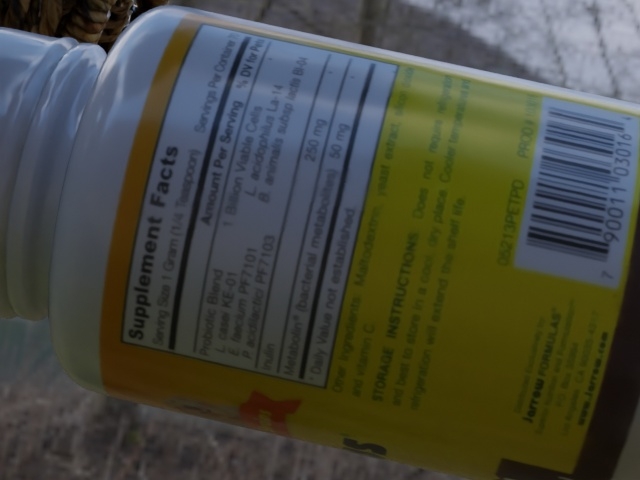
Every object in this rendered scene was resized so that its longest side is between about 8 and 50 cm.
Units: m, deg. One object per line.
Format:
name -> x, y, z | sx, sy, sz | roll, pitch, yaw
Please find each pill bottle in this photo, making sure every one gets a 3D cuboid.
pill bottle -> 0.000, 0.000, 0.446 | 0.215, 0.117, 0.117 | 13, -2, 4

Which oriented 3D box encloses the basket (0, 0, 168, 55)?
basket -> -0.151, -0.128, 0.847 | 0.223, 0.213, 0.299 | 0, -23, -20
